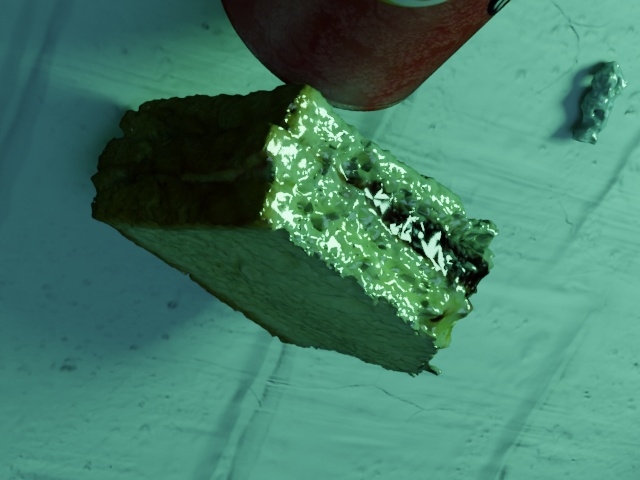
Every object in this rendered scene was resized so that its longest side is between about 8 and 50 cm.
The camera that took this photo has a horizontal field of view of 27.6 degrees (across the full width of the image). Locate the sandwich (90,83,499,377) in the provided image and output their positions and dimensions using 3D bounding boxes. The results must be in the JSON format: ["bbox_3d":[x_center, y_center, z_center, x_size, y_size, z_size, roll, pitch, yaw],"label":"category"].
[{"bbox_3d":[-0.001,0.000,1.101,0.325,0.262,0.131,35,69,-33],"label":"sandwich"}]

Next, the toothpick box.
[{"bbox_3d":[0.087,-0.260,0.919,0.204,0.204,0.333,16,145,-27],"label":"toothpick box"}]

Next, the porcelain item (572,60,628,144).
[{"bbox_3d":[0.269,-0.134,1.256,0.036,0.028,0.083,0,121,-38],"label":"porcelain item"}]
